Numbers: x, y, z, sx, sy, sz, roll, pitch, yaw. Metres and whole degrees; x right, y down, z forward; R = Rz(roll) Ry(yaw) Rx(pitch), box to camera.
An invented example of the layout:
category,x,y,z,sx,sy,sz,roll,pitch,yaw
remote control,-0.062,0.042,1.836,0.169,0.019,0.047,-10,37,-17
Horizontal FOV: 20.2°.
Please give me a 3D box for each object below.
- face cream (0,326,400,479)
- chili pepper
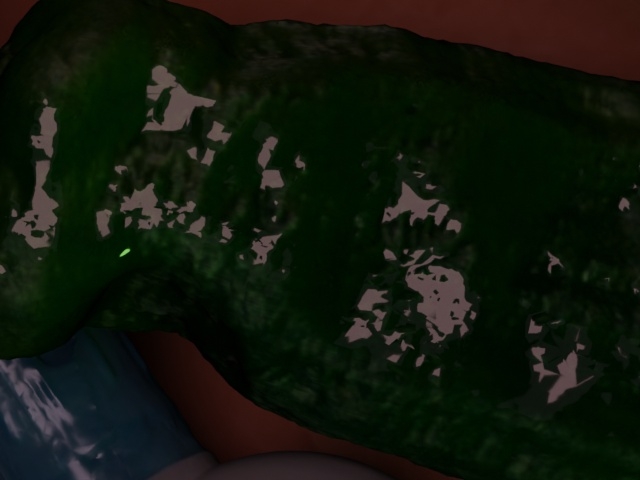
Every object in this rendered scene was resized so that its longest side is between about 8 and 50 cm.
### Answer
category,x,y,z,sx,sy,sz,roll,pitch,yaw
face cream,-0.008,0.153,0.534,0.163,0.080,0.336,-35,79,4
chili pepper,0.000,0.000,0.511,0.270,0.099,0.136,13,94,-5
